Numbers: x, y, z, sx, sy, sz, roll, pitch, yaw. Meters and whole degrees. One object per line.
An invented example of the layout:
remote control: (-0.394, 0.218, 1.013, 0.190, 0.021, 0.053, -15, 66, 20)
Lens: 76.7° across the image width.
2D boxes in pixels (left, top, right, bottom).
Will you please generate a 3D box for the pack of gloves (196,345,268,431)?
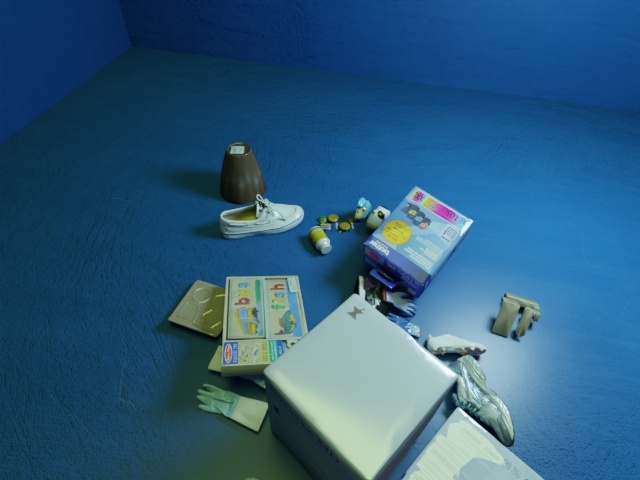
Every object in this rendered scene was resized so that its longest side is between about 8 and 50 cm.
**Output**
pack of gloves: (-0.253, 0.457, 1.255, 0.232, 0.046, 0.195, 14, 59, 14)

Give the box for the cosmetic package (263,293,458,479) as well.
cosmetic package: (0.084, 0.428, 1.048, 0.327, 0.394, 0.329, -34, 56, -31)

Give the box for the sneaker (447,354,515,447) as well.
sneaker: (0.470, 0.495, 1.227, 0.122, 0.110, 0.283, -20, 43, -5)

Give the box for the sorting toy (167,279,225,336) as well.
sorting toy: (-0.406, 0.242, 1.444, 0.193, 0.038, 0.208, 16, 43, 11)

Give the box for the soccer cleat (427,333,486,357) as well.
soccer cleat: (0.461, 0.352, 1.373, 0.196, 0.068, 0.076, 2, 43, 2)

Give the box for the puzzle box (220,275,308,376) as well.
puzzle box: (-0.188, 0.264, 1.352, 0.272, 0.052, 0.409, -1, 34, -11)

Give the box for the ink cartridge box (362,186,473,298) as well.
ink cartridge box: (0.343, 0.024, 1.523, 0.270, 0.151, 0.395, 36, 72, 21)

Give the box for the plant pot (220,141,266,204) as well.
plant pot: (-0.363, -0.320, 1.845, 0.215, 0.230, 0.215, 2, 47, -2)

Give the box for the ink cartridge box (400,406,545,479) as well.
ink cartridge box: (0.401, 0.675, 1.059, 0.330, 0.071, 0.324, -36, 58, -27)

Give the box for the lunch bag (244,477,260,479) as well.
lunch bag: (-0.125, 0.724, 0.949, 0.279, 0.108, 0.224, 28, 47, 20)

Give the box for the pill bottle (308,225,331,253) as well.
pill bottle: (0.000, 0.000, 1.677, 0.065, 0.065, 0.116, -18, 49, -19)

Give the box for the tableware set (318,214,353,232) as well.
tableware set: (0.069, -0.076, 1.786, 0.154, 0.024, 0.104, -1, 43, -3)

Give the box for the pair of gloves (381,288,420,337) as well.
pair of gloves: (0.286, 0.264, 1.432, 0.159, 0.023, 0.198, 22, 48, -21)

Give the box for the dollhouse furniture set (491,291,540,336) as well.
dollhouse furniture set: (0.713, 0.279, 1.484, 0.144, 0.123, 0.151, 18, 13, 13)

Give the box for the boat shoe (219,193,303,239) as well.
boat shoe: (-0.247, -0.120, 1.712, 0.367, 0.156, 0.136, -10, 48, -13)

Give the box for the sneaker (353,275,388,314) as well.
sneaker: (0.185, 0.245, 1.434, 0.124, 0.107, 0.283, 10, 46, -3)

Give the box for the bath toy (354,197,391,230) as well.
bath toy: (0.322, -0.078, 1.731, 0.348, 0.129, 0.151, 23, 49, 16)
